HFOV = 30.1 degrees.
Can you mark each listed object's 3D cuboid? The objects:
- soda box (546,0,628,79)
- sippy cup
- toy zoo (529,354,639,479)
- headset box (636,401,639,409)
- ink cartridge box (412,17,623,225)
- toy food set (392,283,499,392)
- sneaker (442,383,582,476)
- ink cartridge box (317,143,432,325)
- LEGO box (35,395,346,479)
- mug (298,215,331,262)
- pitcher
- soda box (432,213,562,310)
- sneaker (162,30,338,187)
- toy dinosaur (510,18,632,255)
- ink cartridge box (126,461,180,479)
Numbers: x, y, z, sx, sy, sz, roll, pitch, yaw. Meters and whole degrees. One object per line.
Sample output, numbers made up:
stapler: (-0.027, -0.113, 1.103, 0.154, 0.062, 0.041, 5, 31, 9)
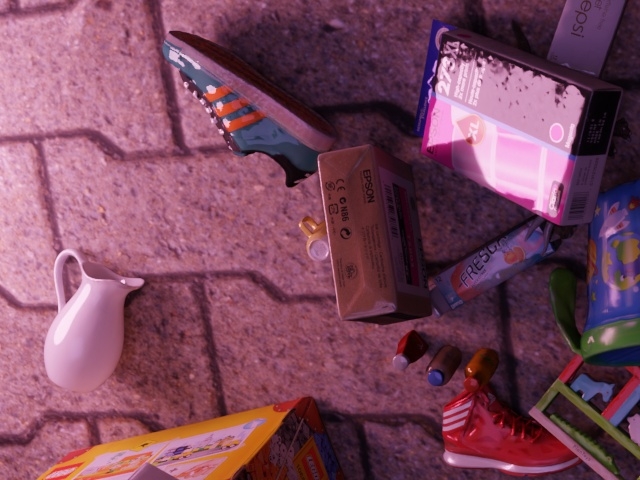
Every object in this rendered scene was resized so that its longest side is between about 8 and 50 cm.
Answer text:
soda box: (0.364, -0.318, 1.552, 0.073, 0.069, 0.216, 20, 92, 13)
sippy cup: (0.448, 0.039, 1.564, 0.305, 0.240, 0.224, -7, 75, 14)
toy zoo: (0.460, 0.197, 1.685, 0.192, 0.030, 0.293, 40, 105, 18)
headset box: (0.490, 0.226, 1.718, 0.062, 0.032, 0.083, -41, 90, 25)
ink cartridge box: (0.230, -0.167, 1.571, 0.371, 0.069, 0.176, 36, 124, 50)
toy food set: (0.155, 0.134, 1.774, 0.111, 0.104, 0.232, -37, 91, 25)
sneaker: (0.283, 0.277, 1.781, 0.221, 0.087, 0.128, -5, 105, 20)
ink cartridge box: (0.080, -0.003, 1.679, 0.088, 0.193, 0.235, -11, 82, 20)
LEGO box: (-0.259, 0.446, 1.871, 0.500, 0.372, 0.193, -16, 99, 24)
mug: (0.001, 0.004, 1.815, 0.078, 0.064, 0.062, 16, 111, 16)
pitcher: (-0.399, 0.131, 1.980, 0.177, 0.125, 0.207, 29, 104, 33)
soda box: (0.256, 0.030, 1.729, 0.183, 0.063, 0.058, -33, 90, 24)
sneaker: (-0.126, -0.194, 1.781, 0.302, 0.108, 0.121, 36, 110, 6)
toy dinosaur: (0.311, -0.153, 1.607, 0.160, 0.121, 0.314, -25, 93, -8)
ink cartridge box: (-0.220, 0.433, 1.597, 0.154, 0.093, 0.212, 27, 115, 10)
